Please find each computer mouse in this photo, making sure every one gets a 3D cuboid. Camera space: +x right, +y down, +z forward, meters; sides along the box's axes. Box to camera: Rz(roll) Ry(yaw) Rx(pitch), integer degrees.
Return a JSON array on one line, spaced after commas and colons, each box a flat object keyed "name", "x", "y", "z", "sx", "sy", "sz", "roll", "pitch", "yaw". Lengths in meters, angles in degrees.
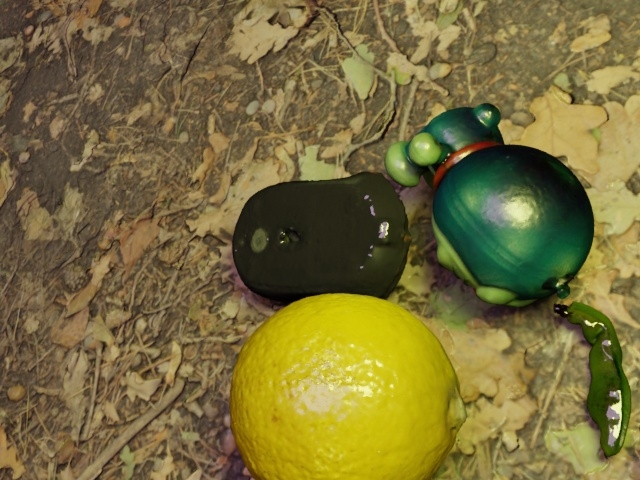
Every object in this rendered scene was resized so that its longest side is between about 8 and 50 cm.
[{"name": "computer mouse", "x": 0.003, "y": 0.000, "z": 1.208, "sx": 0.323, "sy": 0.116, "sz": 0.183, "roll": -1, "pitch": 88, "yaw": 45}]

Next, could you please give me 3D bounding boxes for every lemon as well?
[{"name": "lemon", "x": 0.027, "y": 0.196, "z": 1.032, "sx": 0.293, "sy": 0.293, "sz": 0.293, "roll": -12, "pitch": 62, "yaw": 24}]

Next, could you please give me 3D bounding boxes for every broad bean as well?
[{"name": "broad bean", "x": 0.334, "y": 0.156, "z": 1.015, "sx": 0.061, "sy": 0.046, "sz": 0.195, "roll": -19, "pitch": 62, "yaw": 12}]

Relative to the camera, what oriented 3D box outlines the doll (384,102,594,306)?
[{"name": "doll", "x": 0.218, "y": -0.050, "z": 1.080, "sx": 0.186, "sy": 0.198, "sz": 0.322, "roll": -53, "pitch": 53, "yaw": 30}]
